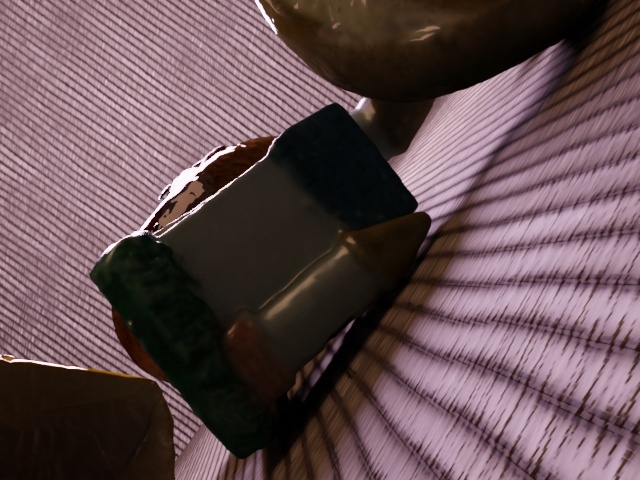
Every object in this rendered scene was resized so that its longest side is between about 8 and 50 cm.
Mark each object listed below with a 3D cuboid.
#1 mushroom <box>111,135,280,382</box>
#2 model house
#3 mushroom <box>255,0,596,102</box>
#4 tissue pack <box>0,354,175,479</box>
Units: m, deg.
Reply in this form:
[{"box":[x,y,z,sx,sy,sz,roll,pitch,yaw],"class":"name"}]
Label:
[{"box":[-0.111,-0.011,1.262,0.331,0.356,0.334,-36,-25,29],"class":"mushroom"},{"box":[0.000,0.000,0.875,0.325,0.194,0.267,-41,-3,-4],"class":"model house"},{"box":[0.118,-0.188,0.831,0.292,0.212,0.217,-24,-31,15],"class":"mushroom"},{"box":[-0.347,0.261,0.935,0.382,0.293,0.228,-35,51,44],"class":"tissue pack"}]
